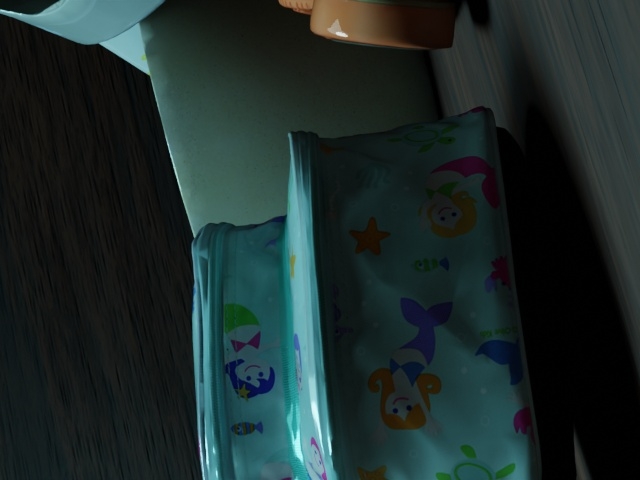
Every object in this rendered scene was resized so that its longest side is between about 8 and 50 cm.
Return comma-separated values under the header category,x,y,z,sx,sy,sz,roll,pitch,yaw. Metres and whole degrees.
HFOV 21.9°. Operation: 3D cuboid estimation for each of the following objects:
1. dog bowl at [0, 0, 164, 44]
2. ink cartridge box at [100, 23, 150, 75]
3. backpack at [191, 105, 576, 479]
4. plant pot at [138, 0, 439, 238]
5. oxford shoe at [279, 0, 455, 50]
category,x,y,z,sx,sy,sz,roll,pitch,yaw
dog bowl,-0.116,-0.285,1.108,0.102,0.349,0.349,32,-158,-26
ink cartridge box,-0.150,-0.269,1.846,0.385,0.160,0.279,33,-170,-11
backpack,0.036,0.064,0.789,0.253,0.191,0.225,86,-179,-59
plant pot,-0.017,-0.105,1.239,0.284,0.191,0.284,165,90,-89
oxford shoe,0.033,-0.169,0.925,0.271,0.097,0.098,-122,36,-74
